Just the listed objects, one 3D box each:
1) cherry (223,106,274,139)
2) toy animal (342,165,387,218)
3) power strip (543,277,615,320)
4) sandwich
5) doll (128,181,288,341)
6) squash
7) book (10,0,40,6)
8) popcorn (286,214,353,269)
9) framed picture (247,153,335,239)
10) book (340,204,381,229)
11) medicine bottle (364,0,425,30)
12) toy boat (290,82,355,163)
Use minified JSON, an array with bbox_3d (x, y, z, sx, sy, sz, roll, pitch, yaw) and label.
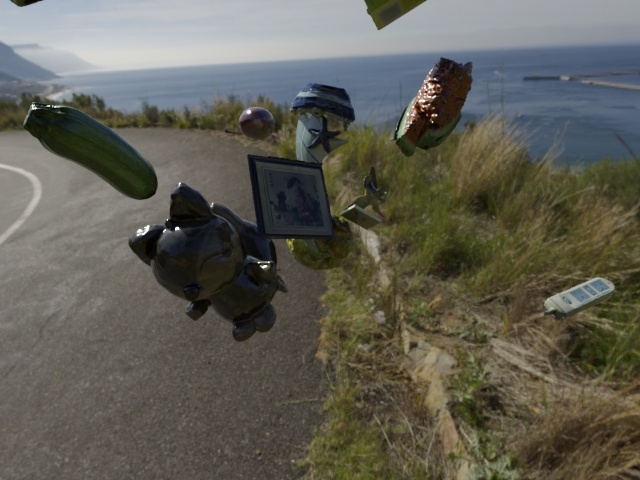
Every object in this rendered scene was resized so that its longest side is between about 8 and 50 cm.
[{"bbox_3d":[-0.257,-0.418,1.475,0.187,0.116,0.148,4,26,-7],"label":"cherry"},{"bbox_3d":[0.176,-0.135,1.376,0.219,0.155,0.095,-48,7,-25],"label":"toy animal"},{"bbox_3d":[0.532,0.121,0.855,0.190,0.030,0.048,-17,46,-18],"label":"power strip"},{"bbox_3d":[0.366,-0.414,1.281,0.161,0.301,0.251,28,45,-8],"label":"sandwich"},{"bbox_3d":[-0.273,0.037,1.041,0.252,0.382,0.379,-39,23,1],"label":"doll"},{"bbox_3d":[-0.331,-0.131,0.628,0.077,0.219,0.068,-37,57,9],"label":"squash"},{"bbox_3d":[-0.365,-0.532,0.580,0.035,0.352,0.239,34,52,0],"label":"book"},{"bbox_3d":[0.000,0.000,1.379,0.220,0.205,0.183,-1,9,-22],"label":"popcorn"},{"bbox_3d":[-0.060,-0.094,0.915,0.199,0.196,0.010,1,-21,-33],"label":"framed picture"},{"bbox_3d":[0.127,-0.072,1.313,0.110,0.014,0.077,27,-31,-25],"label":"book"},{"bbox_3d":[0.242,-0.780,1.249,0.249,0.137,0.141,-24,-6,19],"label":"medicine bottle"},{"bbox_3d":[0.009,-0.277,1.099,0.210,0.292,0.070,-6,3,43],"label":"toy boat"}]
